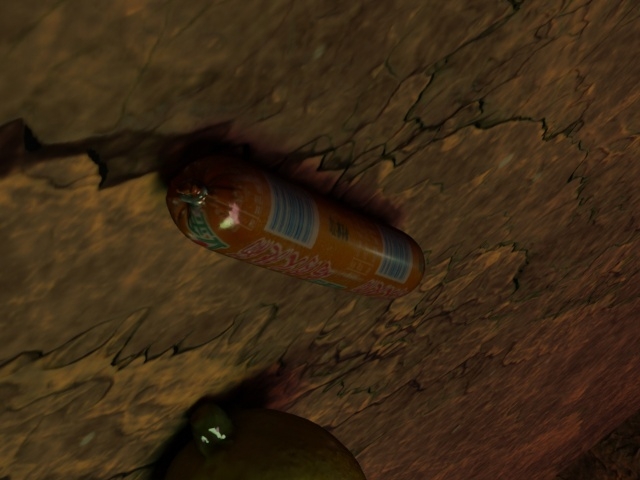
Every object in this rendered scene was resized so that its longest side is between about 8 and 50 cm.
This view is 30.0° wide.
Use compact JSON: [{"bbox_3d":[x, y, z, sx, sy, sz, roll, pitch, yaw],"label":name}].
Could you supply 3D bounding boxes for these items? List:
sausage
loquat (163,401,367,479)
[{"bbox_3d":[0.000,0.000,0.736,0.053,0.053,0.348,-46,159,10],"label":"sausage"},{"bbox_3d":[-0.045,0.204,0.926,0.172,0.205,0.149,0,-145,50],"label":"loquat"}]
